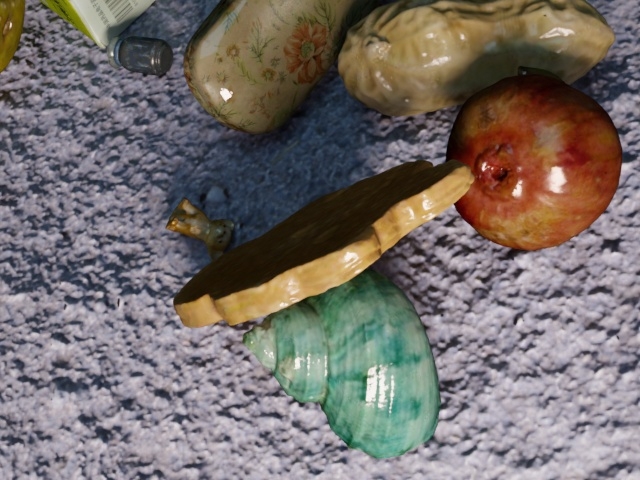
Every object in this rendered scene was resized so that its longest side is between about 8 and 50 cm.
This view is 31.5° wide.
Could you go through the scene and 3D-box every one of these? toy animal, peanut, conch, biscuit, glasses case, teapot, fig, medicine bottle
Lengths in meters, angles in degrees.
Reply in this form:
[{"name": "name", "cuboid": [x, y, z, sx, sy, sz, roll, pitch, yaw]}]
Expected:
[{"name": "toy animal", "cuboid": [-0.143, -0.011, 1.378, 0.083, 0.081, 0.060, 32, 63, -11]}, {"name": "peanut", "cuboid": [0.179, -0.228, 1.338, 0.325, 0.153, 0.140, -6, 67, 20]}, {"name": "conch", "cuboid": [0.024, 0.121, 1.211, 0.202, 0.134, 0.196, 1, 63, 14]}, {"name": "biscuit", "cuboid": [0.002, 0.004, 1.230, 0.376, 0.051, 0.269, -24, 15, 29]}, {"name": "glasses case", "cuboid": [-0.007, -0.321, 1.432, 0.425, 0.156, 0.098, -53, 28, -14]}, {"name": "teapot", "cuboid": [-0.238, -0.255, 1.518, 0.083, 0.049, 0.064, 12, 68, 20]}, {"name": "fig", "cuboid": [0.238, -0.092, 1.242, 0.205, 0.205, 0.205, -6, 63, 12]}, {"name": "medicine bottle", "cuboid": [-0.354, -0.399, 1.572, 0.250, 0.137, 0.141, 38, 77, 27]}]

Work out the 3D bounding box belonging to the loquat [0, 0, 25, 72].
[{"name": "loquat", "cuboid": [-0.520, -0.297, 1.530, 0.246, 0.213, 0.213, -27, 56, 32]}]
